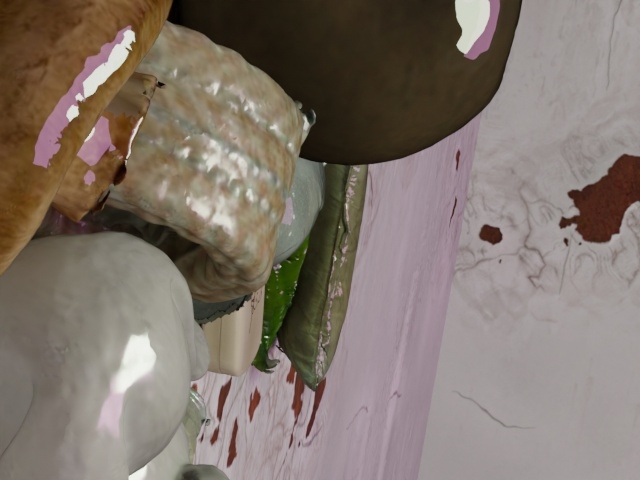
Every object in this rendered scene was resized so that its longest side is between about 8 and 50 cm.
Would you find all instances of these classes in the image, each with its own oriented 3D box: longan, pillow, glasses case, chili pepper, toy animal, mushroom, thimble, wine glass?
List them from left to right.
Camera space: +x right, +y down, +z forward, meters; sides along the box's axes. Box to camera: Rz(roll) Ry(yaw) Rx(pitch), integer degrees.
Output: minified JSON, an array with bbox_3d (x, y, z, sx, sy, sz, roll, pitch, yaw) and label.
[{"bbox_3d":[-0.174,-0.078,1.124,0.278,0.146,0.278,-51,-163,21],"label":"mushroom"},{"bbox_3d":[-0.159,0.103,1.324,0.265,0.206,0.272,93,16,-48],"label":"toy animal"},{"bbox_3d":[-0.122,-0.057,1.383,0.229,0.196,0.148,33,62,-45],"label":"thimble"},{"bbox_3d":[-0.080,-0.027,1.719,0.321,0.143,0.143,-42,142,-70],"label":"wine glass"},{"bbox_3d":[-0.086,0.043,1.970,0.083,0.050,0.196,-57,156,-55],"label":"glasses case"},{"bbox_3d":[-0.043,-0.013,2.072,0.085,0.076,0.359,52,-29,42],"label":"chili pepper"},{"bbox_3d":[0.000,0.000,2.209,0.185,0.075,0.302,-133,-128,-73],"label":"pillow"},{"bbox_3d":[0.027,-0.206,1.682,0.297,0.297,0.297,11,90,-78],"label":"longan"}]

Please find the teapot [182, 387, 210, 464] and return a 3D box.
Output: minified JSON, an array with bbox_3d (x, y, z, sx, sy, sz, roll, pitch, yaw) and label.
[{"bbox_3d":[-0.160,0.216,1.723,0.200,0.077,0.107,-64,165,-51],"label":"teapot"}]
